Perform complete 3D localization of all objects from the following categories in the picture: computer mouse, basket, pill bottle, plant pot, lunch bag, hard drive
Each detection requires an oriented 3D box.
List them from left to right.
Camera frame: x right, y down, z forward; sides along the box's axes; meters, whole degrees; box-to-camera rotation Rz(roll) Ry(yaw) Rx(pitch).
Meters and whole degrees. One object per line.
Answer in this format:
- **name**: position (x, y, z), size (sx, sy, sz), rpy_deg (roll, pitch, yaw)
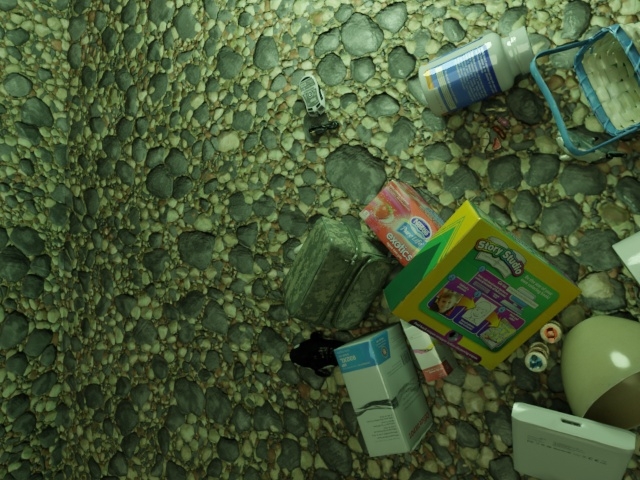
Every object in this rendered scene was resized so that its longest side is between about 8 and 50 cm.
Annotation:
- **computer mouse**: position (-0.011, -0.437, 1.552), size (0.106, 0.042, 0.192), rpy_deg (-16, 91, 33)
- **lunch bag**: position (0.064, 0.108, 1.438), size (0.305, 0.256, 0.212), rpy_deg (-63, 23, 17)
- **pill bottle**: position (0.409, -0.440, 1.259), size (0.272, 0.152, 0.152), rpy_deg (-17, 85, 28)
- **hard drive**: position (0.580, 0.503, 1.141), size (0.233, 0.353, 0.047), rpy_deg (7, 52, 28)
- **basket**: position (0.651, -0.345, 1.086), size (0.289, 0.201, 0.254), rpy_deg (-18, 82, -3)
- **plant pot**: position (0.676, 0.286, 1.114), size (0.284, 0.284, 0.190), rpy_deg (-47, 35, 22)

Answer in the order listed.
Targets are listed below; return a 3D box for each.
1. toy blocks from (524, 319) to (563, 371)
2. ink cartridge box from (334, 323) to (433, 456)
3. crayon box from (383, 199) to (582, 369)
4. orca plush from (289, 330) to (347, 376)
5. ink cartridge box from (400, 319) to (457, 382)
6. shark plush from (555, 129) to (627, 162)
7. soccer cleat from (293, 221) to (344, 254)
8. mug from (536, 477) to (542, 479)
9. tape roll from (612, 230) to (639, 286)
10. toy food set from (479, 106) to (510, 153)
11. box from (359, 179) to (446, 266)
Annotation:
- **toy blocks**: position (0.561, 0.267, 1.215), size (0.054, 0.148, 0.123), rpy_deg (30, 106, 24)
- **ink cartridge box**: position (0.186, 0.419, 1.385), size (0.129, 0.223, 0.307), rpy_deg (-23, 82, 28)
- **crayon box**: position (0.399, 0.125, 1.208), size (0.363, 0.106, 0.313), rpy_deg (31, 111, -20)
- **orca plush**: position (0.012, 0.382, 1.546), size (0.288, 0.102, 0.151), rpy_deg (11, 98, 27)
- **ink cartridge box**: position (0.307, 0.285, 1.373), size (0.067, 0.115, 0.198), rpy_deg (-29, 80, 28)
- **shark plush**: position (0.664, -0.234, 1.189), size (0.161, 0.073, 0.067), rpy_deg (15, 69, 32)
- **soccer cleat**: position (0.000, 0.000, 1.558), size (0.196, 0.068, 0.076), rpy_deg (-18, 79, 21)
- **mug**: position (0.599, 0.671, 1.268), size (0.078, 0.062, 0.064), rpy_deg (22, 111, 33)
- **tape roll**: position (0.778, 0.072, 1.034), size (0.169, 0.246, 0.246), rpy_deg (-35, 76, 25)
- **toy food set**: position (0.471, -0.298, 1.307), size (0.078, 0.019, 0.122), rpy_deg (4, 95, 28)
- **box**: position (0.274, -0.013, 1.356), size (0.142, 0.154, 0.300), rpy_deg (-47, 70, 21)
